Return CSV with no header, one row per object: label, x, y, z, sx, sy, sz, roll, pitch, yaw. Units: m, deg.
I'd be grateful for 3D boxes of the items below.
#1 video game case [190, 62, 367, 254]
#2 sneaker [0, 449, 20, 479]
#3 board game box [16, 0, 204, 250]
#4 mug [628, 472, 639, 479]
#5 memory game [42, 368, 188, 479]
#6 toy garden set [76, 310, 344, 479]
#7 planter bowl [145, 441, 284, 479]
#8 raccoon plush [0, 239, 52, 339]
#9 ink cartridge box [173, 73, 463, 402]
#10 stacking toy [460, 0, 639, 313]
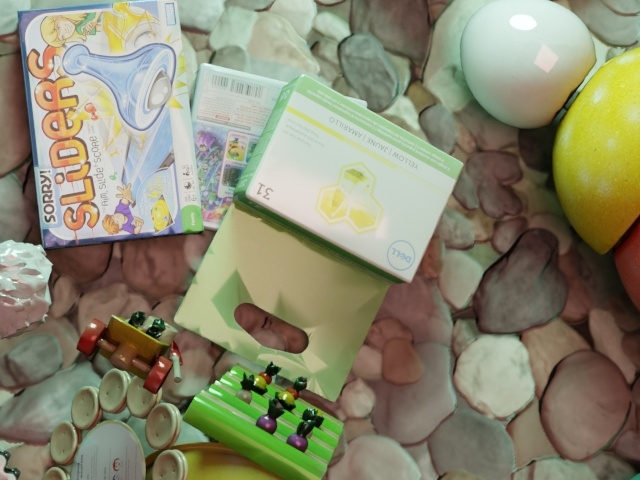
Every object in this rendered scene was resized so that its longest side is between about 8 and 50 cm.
video game case,-0.044,-0.070,1.300,0.157,0.019,0.143,12,83,-17
sneaker,-0.326,0.153,1.164,0.106,0.078,0.234,-39,94,-14
board game box,-0.177,-0.098,1.241,0.136,0.035,0.201,-7,87,-10
mug,0.314,0.278,1.343,0.157,0.097,0.129,-30,95,-17
memory game,-0.165,0.192,1.163,0.012,0.186,0.186,16,80,-43
toy garden set,-0.073,0.107,1.159,0.204,0.244,0.049,30,93,3
planter bowl,-0.070,0.266,1.152,0.217,0.217,0.090,38,41,-11
raccoon plush,-0.427,-0.007,0.992,0.446,0.299,0.216,-14,77,-7
ink cartridge box,0.000,0.000,1.272,0.171,0.056,0.235,28,77,-15
stacking toy,0.332,-0.065,1.305,0.480,0.350,0.350,38,75,5
